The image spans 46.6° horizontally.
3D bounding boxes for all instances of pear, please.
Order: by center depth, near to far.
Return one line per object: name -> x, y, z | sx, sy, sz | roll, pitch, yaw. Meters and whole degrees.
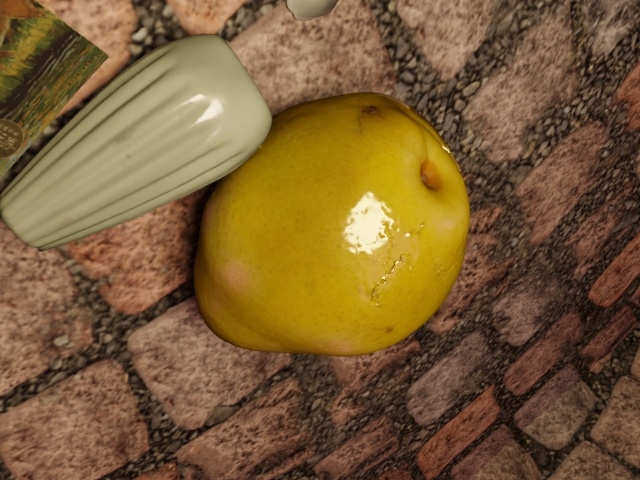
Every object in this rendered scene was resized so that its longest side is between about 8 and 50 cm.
pear -> -0.006, -0.008, 0.795 | 0.336, 0.284, 0.285 | -15, 150, 22

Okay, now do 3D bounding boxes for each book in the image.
book -> -0.295, -0.146, 0.562 | 0.160, 0.024, 0.228 | -46, 144, 6

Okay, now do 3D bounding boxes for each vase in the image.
vase -> -0.169, -0.080, 0.670 | 0.248, 0.128, 0.128 | -33, 143, -1

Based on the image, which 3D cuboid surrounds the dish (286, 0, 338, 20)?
dish -> 0.014, -0.271, 0.718 | 0.091, 0.039, 0.137 | -6, 127, -41
